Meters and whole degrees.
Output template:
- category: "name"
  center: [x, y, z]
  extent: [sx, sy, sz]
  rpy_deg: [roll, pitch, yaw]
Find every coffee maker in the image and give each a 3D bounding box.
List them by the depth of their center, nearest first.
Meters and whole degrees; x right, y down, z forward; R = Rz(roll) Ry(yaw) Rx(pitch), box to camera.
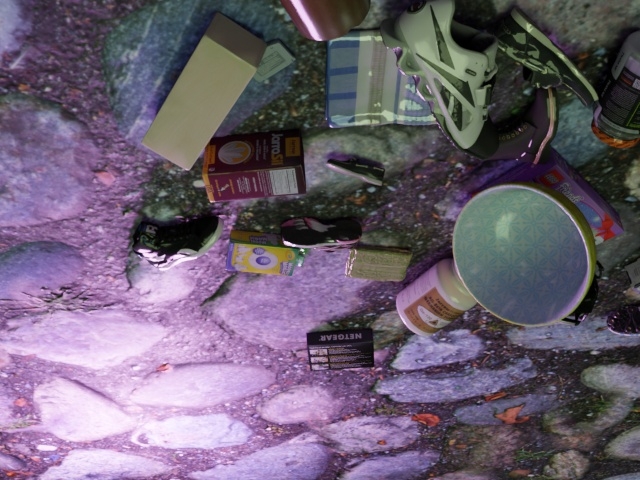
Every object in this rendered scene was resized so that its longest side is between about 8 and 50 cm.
- category: "coffee maker"
  center: [0.555, 0.112, 1.825]
  extent: [0.178, 0.120, 0.171]
  rpy_deg: [1, 117, -6]

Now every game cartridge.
- category: "game cartridge"
  center: [-0.092, -0.314, 1.333]
  extent: [0.083, 0.017, 0.056]
  rpy_deg: [-26, 139, 25]

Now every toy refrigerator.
- category: "toy refrigerator"
  center: [-0.205, -0.255, 1.334]
  extent: [0.102, 0.094, 0.269]
  rpy_deg: [29, 132, -15]

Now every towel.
- category: "towel"
  center: [0.149, -0.285, 1.368]
  extent: [0.285, 0.034, 0.209]
  rpy_deg: [-1, 140, -2]
- category: "towel"
  center: [0.134, 0.053, 1.781]
  extent: [0.148, 0.027, 0.110]
  rpy_deg: [4, 139, -7]

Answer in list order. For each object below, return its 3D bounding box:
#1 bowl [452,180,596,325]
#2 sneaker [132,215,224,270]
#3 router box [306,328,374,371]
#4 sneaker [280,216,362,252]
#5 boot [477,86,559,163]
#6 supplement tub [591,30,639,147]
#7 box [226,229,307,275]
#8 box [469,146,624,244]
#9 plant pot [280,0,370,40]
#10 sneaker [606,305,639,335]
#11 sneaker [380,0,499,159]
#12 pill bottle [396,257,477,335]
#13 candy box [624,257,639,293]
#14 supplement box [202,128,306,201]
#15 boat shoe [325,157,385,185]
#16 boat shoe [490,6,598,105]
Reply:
- category: "bowl"
  center: [0.425, 0.009, 1.526]
  extent: [0.156, 0.289, 0.289]
  rpy_deg: [-26, 163, -47]
- category: "sneaker"
  center: [-0.319, -0.009, 1.638]
  extent: [0.217, 0.079, 0.121]
  rpy_deg: [-28, 136, 30]
- category: "router box"
  center: [0.055, 0.295, 2.053]
  extent: [0.178, 0.046, 0.133]
  rpy_deg: [-4, 140, 1]
- category: "sneaker"
  center: [0.000, 0.000, 1.680]
  extent: [0.178, 0.072, 0.077]
  rpy_deg: [4, 151, 0]
- category: "boot"
  center: [0.368, -0.214, 1.440]
  extent: [0.137, 0.077, 0.198]
  rpy_deg: [0, 140, 5]
- category: "supplement tub"
  center: [0.558, -0.263, 1.352]
  extent: [0.117, 0.117, 0.190]
  rpy_deg: [3, 140, -7]
- category: "box"
  center: [-0.120, 0.031, 1.729]
  extent: [0.179, 0.043, 0.105]
  rpy_deg: [4, 140, -10]
- category: "box"
  center: [0.488, -0.059, 1.640]
  extent: [0.201, 0.057, 0.293]
  rpy_deg: [-31, 132, 31]
- category: "plant pot"
  center: [-0.008, -0.398, 1.135]
  extent: [0.167, 0.167, 0.165]
  rpy_deg: [-14, 147, 13]
- category: "sneaker"
  center: [0.860, 0.208, 1.967]
  extent: [0.237, 0.085, 0.086]
  rpy_deg: [-10, 147, 14]
- category: "sneaker"
  center: [0.247, -0.265, 1.276]
  extent: [0.146, 0.122, 0.330]
  rpy_deg: [-24, 133, 26]
- category: "pill bottle"
  center: [0.295, 0.117, 1.785]
  extent: [0.131, 0.131, 0.229]
  rpy_deg: [23, 134, -27]
- category: "candy box"
  center: [0.855, 0.071, 1.807]
  extent: [0.164, 0.070, 0.196]
  rpy_deg: [26, 133, -30]
- category: "supplement box"
  center: [-0.125, -0.143, 1.468]
  extent: [0.188, 0.104, 0.081]
  rpy_deg: [-5, 140, 2]
- category: "boat shoe"
  center: [0.071, -0.145, 1.529]
  extent: [0.125, 0.038, 0.046]
  rpy_deg: [17, 179, -14]
- category: "boat shoe"
  center: [0.386, -0.301, 1.315]
  extent: [0.233, 0.084, 0.079]
  rpy_deg: [32, 116, -24]
